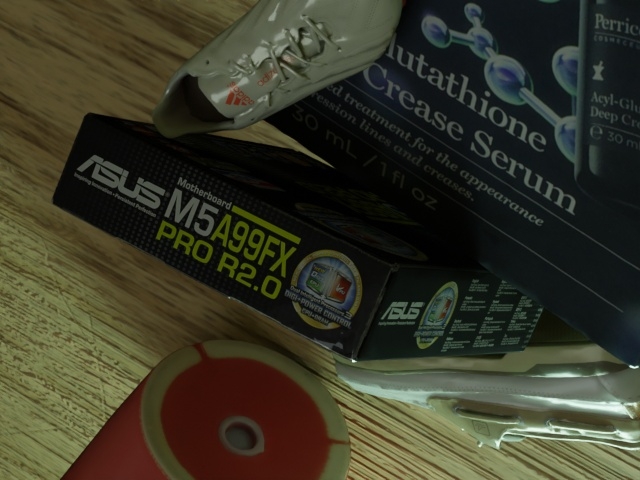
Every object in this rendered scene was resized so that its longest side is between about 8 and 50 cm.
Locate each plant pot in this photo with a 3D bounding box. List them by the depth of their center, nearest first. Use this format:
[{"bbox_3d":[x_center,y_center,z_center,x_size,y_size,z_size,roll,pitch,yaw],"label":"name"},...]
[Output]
[{"bbox_3d":[-0.103,0.237,1.612,0.275,0.275,0.243,40,136,12],"label":"plant pot"}]

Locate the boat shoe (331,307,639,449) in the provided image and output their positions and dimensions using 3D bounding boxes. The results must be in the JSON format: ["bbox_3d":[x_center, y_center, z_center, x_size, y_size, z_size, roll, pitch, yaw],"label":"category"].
[{"bbox_3d":[0.130,0.106,1.340,0.302,0.113,0.103,-1,118,46],"label":"boat shoe"}]

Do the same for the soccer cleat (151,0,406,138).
[{"bbox_3d":[-0.024,-0.100,0.965,0.068,0.076,0.196,53,146,-7],"label":"soccer cleat"}]

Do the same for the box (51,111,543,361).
[{"bbox_3d":[0.000,0.000,1.084,0.216,0.270,0.060,26,99,25],"label":"box"}]

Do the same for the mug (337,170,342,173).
[{"bbox_3d":[0.101,-0.038,1.218,0.169,0.113,0.150,9,166,37],"label":"mug"}]

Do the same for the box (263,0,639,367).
[{"bbox_3d":[0.151,-0.180,0.949,0.293,0.212,0.395,34,143,20],"label":"box"}]
